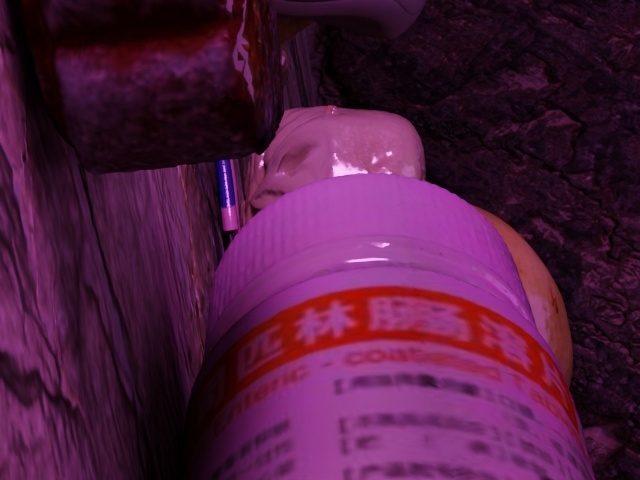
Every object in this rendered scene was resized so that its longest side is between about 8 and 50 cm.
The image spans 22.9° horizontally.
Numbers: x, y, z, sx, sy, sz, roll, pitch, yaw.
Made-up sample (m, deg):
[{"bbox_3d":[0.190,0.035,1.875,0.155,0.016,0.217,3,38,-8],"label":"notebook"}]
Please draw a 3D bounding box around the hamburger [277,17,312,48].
[{"bbox_3d":[-0.032,-0.304,1.664,0.135,0.155,0.208,71,17,-49],"label":"hamburger"}]

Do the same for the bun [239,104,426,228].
[{"bbox_3d":[0.000,0.000,1.265,0.145,0.229,0.229,-3,81,-43],"label":"bun"}]

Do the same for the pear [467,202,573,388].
[{"bbox_3d":[0.110,0.103,1.679,0.309,0.309,0.309,-9,90,-87],"label":"pear"}]

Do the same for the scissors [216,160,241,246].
[{"bbox_3d":[-0.072,-0.027,1.248,0.039,0.012,0.113,74,7,-65],"label":"scissors"}]

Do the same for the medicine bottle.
[{"bbox_3d":[0.036,0.138,0.813,0.388,0.219,0.219,-92,172,-59],"label":"medicine bottle"}]

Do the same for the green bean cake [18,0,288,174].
[{"bbox_3d":[-0.073,-0.132,0.683,0.233,0.097,0.198,-87,169,-76],"label":"green bean cake"}]

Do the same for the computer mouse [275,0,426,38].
[{"bbox_3d":[0.018,-0.290,1.534,0.297,0.121,0.184,15,76,-52],"label":"computer mouse"}]
